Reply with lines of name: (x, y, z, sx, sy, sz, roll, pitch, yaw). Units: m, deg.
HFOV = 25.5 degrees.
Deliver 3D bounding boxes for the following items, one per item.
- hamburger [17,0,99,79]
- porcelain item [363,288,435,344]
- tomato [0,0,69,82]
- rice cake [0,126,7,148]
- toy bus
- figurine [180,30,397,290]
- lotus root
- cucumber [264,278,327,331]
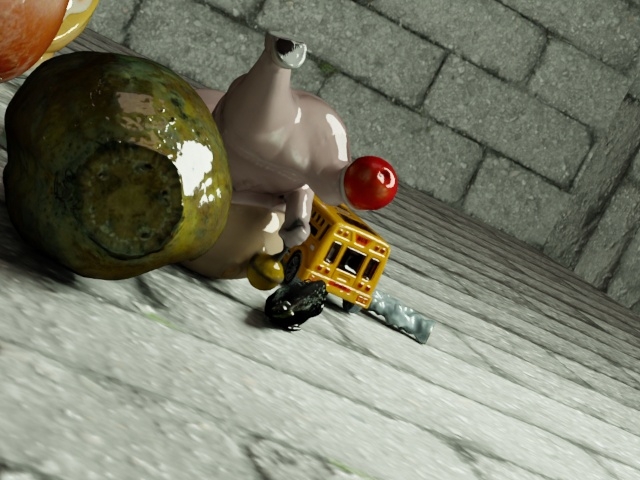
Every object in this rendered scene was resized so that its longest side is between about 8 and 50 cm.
hamburger: (-0.394, -0.335, 1.747, 0.276, 0.276, 0.237, 30, -36, 14)
porcelain item: (0.075, 0.075, 1.423, 0.083, 0.028, 0.036, 28, -10, 10)
tomato: (-0.380, -0.291, 1.441, 0.265, 0.265, 0.265, 27, 7, -4)
rice cake: (-0.221, -0.086, 1.389, 0.127, 0.043, 0.237, 29, 8, 2)
toy bus: (0.000, 0.000, 1.417, 0.083, 0.088, 0.194, 24, 8, -23)
figurine: (-0.070, -0.056, 1.173, 0.176, 0.186, 0.287, 17, -23, -35)
lotus root: (-0.148, -0.060, 1.015, 0.160, 0.152, 0.275, 11, 10, -19)
cucumber: (-0.024, 0.056, 1.160, 0.163, 0.043, 0.039, -23, 93, -77)
